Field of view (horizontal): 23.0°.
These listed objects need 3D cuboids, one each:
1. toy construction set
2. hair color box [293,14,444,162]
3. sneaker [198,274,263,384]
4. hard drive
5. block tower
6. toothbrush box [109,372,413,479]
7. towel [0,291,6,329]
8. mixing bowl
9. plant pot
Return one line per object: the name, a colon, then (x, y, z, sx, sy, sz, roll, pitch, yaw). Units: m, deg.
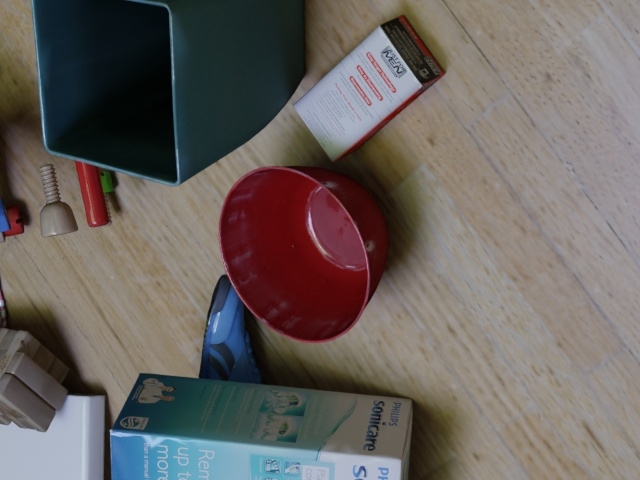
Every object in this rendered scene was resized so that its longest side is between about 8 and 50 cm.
toy construction set: (-0.384, -0.107, 1.743, 0.308, 0.257, 0.237, -10, 91, 19)
hair color box: (0.044, -0.142, 1.486, 0.141, 0.043, 0.072, -38, 85, 43)
sneaker: (-0.093, 0.137, 1.715, 0.082, 0.069, 0.209, 8, 109, -1)
hard drive: (-0.348, 0.338, 1.939, 0.203, 0.040, 0.308, 0, 89, 38)
block tower: (-0.455, 0.162, 1.951, 0.335, 0.091, 0.097, 4, 146, 39)
toothbrush box: (-0.058, 0.269, 1.623, 0.295, 0.126, 0.216, 5, 115, 6)
towel: (-0.461, 0.033, 1.967, 0.144, 0.029, 0.197, 7, 114, 35)
mixing bowl: (0.000, 0.000, 1.547, 0.181, 0.098, 0.181, 17, 119, 33)
plant pot: (-0.124, -0.176, 1.472, 0.165, 0.234, 0.166, 16, 118, 32)
